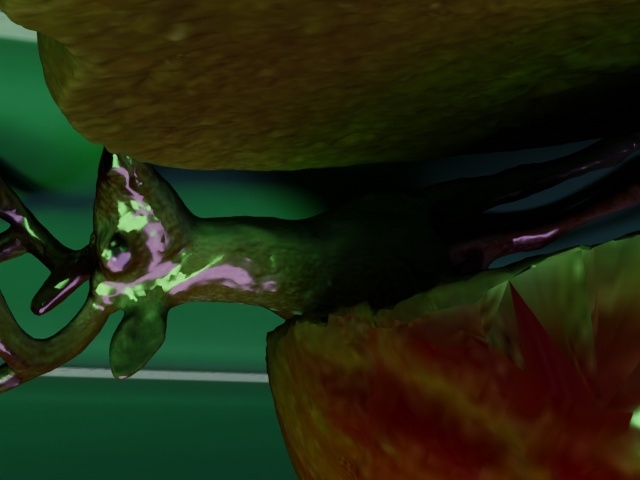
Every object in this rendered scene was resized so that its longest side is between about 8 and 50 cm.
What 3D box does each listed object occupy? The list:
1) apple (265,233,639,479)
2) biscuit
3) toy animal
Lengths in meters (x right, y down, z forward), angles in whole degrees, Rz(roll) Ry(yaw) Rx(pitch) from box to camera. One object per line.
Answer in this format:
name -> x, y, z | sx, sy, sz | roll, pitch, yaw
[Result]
apple -> 0.130, 0.062, 0.427 | 0.346, 0.179, 0.254 | -13, 122, 32
biscuit -> 0.060, -0.069, 0.360 | 0.273, 0.049, 0.257 | -9, 171, 6
toy animal -> 0.003, 0.018, 0.555 | 0.260, 0.087, 0.243 | -14, 156, 11
